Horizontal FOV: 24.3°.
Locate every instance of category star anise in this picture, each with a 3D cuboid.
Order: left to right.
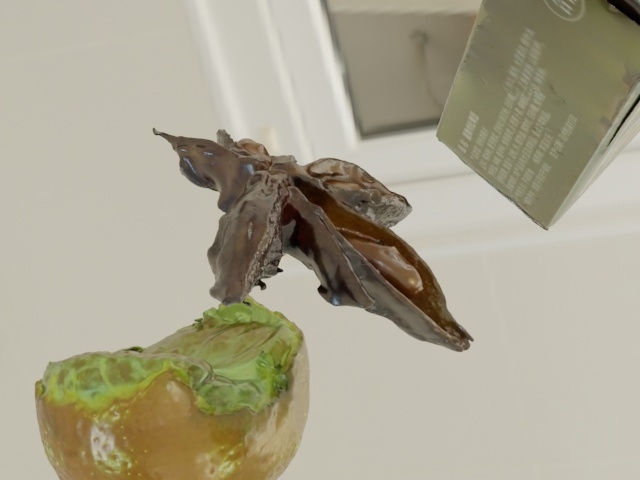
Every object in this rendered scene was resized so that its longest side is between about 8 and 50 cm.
[{"bbox_3d":[0.002,-0.004,0.684,0.053,0.157,0.212,-65,-156,15],"label":"star anise"}]

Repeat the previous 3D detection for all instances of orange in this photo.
[{"bbox_3d":[-0.104,0.139,1.154,0.237,0.179,0.158,-24,100,-65],"label":"orange"}]

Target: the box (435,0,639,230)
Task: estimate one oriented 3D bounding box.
[{"bbox_3d":[0.272,-0.227,1.086,0.373,0.138,0.420,-46,171,-13],"label":"box"}]
